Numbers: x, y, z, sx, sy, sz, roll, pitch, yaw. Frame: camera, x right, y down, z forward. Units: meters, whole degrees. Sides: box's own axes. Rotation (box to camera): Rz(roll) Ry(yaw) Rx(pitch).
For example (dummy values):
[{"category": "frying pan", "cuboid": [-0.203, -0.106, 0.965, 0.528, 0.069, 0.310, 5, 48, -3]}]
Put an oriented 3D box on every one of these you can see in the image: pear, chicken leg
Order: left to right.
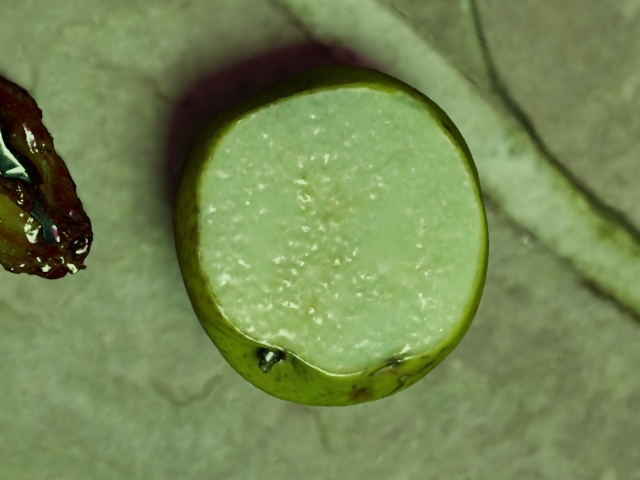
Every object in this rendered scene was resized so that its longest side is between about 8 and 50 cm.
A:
[{"category": "chicken leg", "cuboid": [-0.144, -0.041, 0.732, 0.062, 0.037, 0.145, -27, 114, 7]}, {"category": "pear", "cuboid": [0.000, 0.000, 0.751, 0.141, 0.104, 0.141, 2, 81, -16]}]
